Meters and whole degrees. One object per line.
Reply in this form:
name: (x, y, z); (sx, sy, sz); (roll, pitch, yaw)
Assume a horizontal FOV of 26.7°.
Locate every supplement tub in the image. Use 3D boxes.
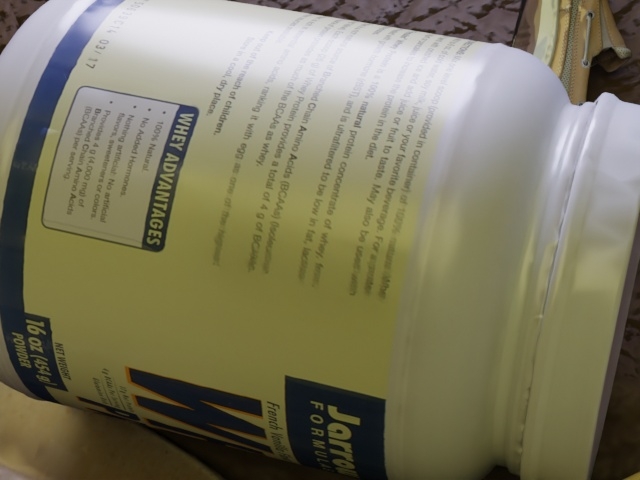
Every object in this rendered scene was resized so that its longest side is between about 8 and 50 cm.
supplement tub: (0.000, 0.000, 0.715); (0.325, 0.235, 0.235); (12, 74, 15)

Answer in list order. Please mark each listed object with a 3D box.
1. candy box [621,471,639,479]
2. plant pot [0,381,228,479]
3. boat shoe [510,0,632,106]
candy box: (0.215, 0.191, 0.646); (0.316, 0.087, 0.183); (-23, 60, -12)
plant pot: (-0.240, 0.215, 0.669); (0.334, 0.334, 0.305); (23, 89, 17)
boat shoe: (0.155, -0.123, 0.825); (0.072, 0.068, 0.190); (15, 85, 3)
